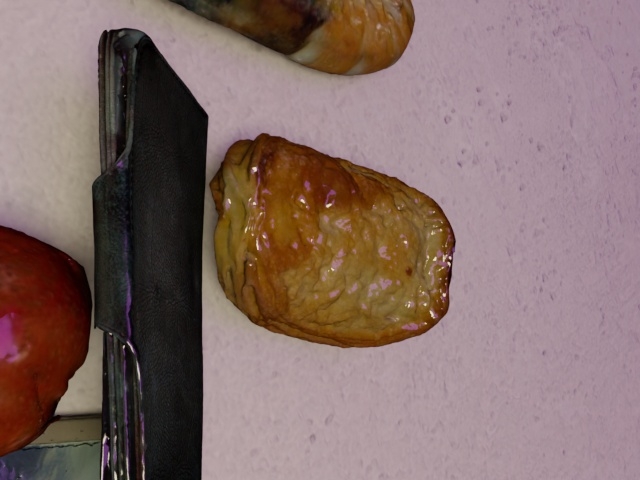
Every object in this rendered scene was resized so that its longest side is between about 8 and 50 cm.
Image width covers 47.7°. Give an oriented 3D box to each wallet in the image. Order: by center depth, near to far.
[{"bbox_3d":[-0.116,0.024,0.507,0.172,0.045,0.318,68,19,-76],"label":"wallet"}]

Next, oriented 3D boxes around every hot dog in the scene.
[{"bbox_3d":[0.000,0.001,0.645,0.259,0.114,0.175,18,74,-37],"label":"hot dog"}]

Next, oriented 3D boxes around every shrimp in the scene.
[{"bbox_3d":[-0.061,-0.300,0.672,0.445,0.085,0.272,0,76,-45],"label":"shrimp"}]

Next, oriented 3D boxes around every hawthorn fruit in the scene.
[{"bbox_3d":[-0.219,0.049,0.416,0.172,0.148,0.148,38,58,-22],"label":"hawthorn fruit"}]

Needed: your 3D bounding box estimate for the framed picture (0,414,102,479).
[{"bbox_3d":[-0.216,0.283,0.449,0.247,0.022,0.335,9,75,-41],"label":"framed picture"}]
